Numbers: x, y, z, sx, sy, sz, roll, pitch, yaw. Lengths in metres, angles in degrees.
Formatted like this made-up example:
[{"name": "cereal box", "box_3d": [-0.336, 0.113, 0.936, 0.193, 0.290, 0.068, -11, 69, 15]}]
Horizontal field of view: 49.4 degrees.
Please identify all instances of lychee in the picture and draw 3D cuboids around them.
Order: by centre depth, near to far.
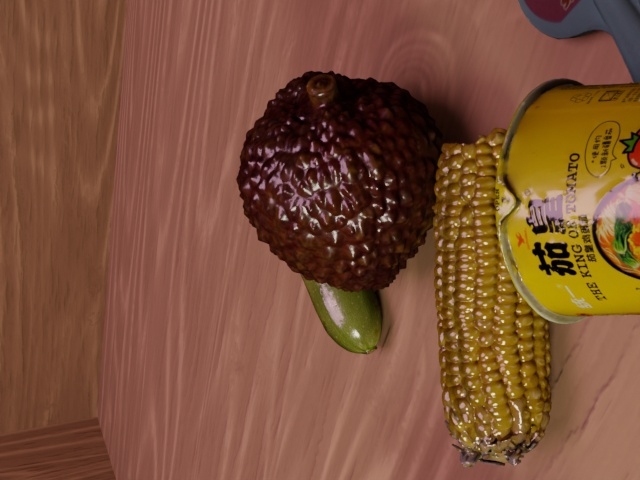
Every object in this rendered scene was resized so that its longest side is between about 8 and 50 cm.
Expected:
[{"name": "lychee", "box_3d": [0.024, -0.063, 0.772, 0.236, 0.235, 0.271, -125, 22, -43]}]

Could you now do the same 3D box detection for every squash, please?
[{"name": "squash", "box_3d": [0.000, 0.000, 0.952, 0.094, 0.094, 0.341, -56, 46, 48]}]

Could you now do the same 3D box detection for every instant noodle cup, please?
[{"name": "instant noodle cup", "box_3d": [0.229, -0.028, 0.466, 0.144, 0.182, 0.182, 1, 94, 52]}]

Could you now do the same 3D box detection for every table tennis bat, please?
[{"name": "table tennis bat", "box_3d": [0.232, -0.214, 0.569, 0.153, 0.040, 0.245, -51, 46, 50]}]

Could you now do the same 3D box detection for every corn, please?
[{"name": "corn", "box_3d": [0.160, 0.054, 0.657, 0.115, 0.115, 0.318, -6, 87, 61]}]
